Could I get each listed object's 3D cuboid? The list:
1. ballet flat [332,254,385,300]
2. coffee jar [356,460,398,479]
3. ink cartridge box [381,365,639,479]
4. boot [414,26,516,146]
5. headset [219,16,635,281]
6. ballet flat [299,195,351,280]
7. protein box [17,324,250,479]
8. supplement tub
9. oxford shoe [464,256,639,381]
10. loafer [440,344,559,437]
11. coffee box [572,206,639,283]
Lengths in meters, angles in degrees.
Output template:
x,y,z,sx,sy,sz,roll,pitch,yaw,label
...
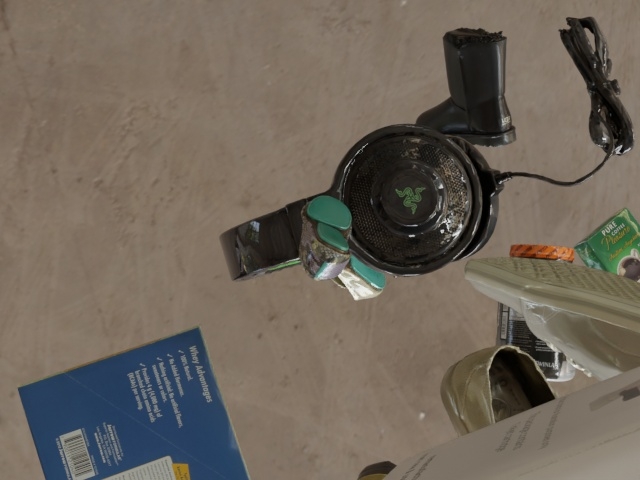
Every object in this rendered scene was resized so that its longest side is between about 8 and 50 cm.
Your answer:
x,y,z,sx,sy,sz,roll,pitch,yaw,label
0.028,0.030,1.757,0.086,0.086,0.248,-22,129,26,ballet flat
0.071,0.378,1.227,0.079,0.184,0.096,-22,112,31,coffee jar
0.240,0.173,0.402,0.385,0.160,0.279,-26,84,18,ink cartridge box
0.255,-0.286,1.745,0.246,0.094,0.207,16,121,54,boot
0.087,-0.064,0.884,0.394,0.243,0.185,-16,88,18,headset
0.000,0.000,0.675,0.041,0.114,0.041,0,109,1,ballet flat
-0.201,0.223,1.059,0.201,0.136,0.200,-18,85,-12,protein box
0.314,0.104,1.372,0.117,0.117,0.190,4,86,17,supplement tub
0.338,0.108,1.143,0.449,0.169,0.130,22,111,51,oxford shoe
0.195,0.205,0.832,0.268,0.102,0.092,57,154,27,loafer
0.497,0.051,1.507,0.184,0.113,0.040,53,154,2,coffee box
